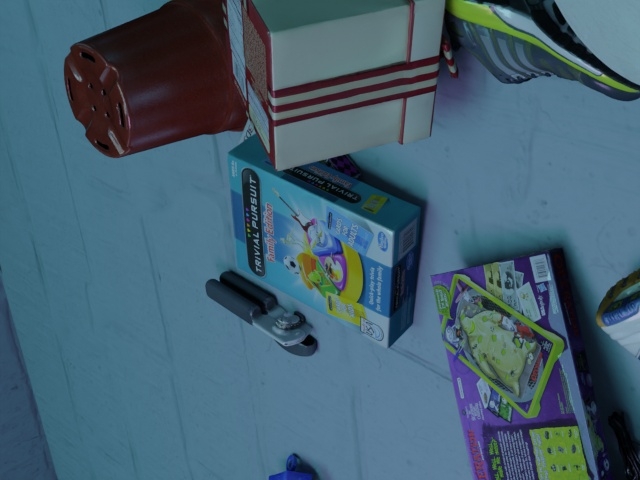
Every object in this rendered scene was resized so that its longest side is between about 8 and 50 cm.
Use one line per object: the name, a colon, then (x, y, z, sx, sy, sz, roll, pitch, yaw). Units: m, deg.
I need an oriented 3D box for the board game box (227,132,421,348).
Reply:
board game box: (0.000, 0.000, 1.595, 0.336, 0.079, 0.254, 26, 137, 28)

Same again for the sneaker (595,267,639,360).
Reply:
sneaker: (0.465, 0.069, 1.113, 0.131, 0.112, 0.296, 46, 147, -6)

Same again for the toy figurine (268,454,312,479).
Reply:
toy figurine: (-0.050, 0.581, 2.094, 0.362, 0.191, 0.217, 139, 131, -61)

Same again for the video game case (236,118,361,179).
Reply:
video game case: (-0.046, -0.134, 1.660, 0.232, 0.041, 0.210, 52, 145, 15)

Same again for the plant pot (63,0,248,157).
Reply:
plant pot: (-0.279, -0.279, 1.668, 0.272, 0.265, 0.272, 30, 133, 37)

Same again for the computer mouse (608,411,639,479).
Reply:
computer mouse: (0.473, 0.292, 1.277, 0.193, 0.042, 0.106, 2, 113, 51)

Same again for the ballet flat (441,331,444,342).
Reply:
ballet flat: (0.256, 0.139, 1.454, 0.052, 0.057, 0.168, 38, 151, -27)

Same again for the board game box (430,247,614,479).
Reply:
board game box: (0.280, 0.199, 1.352, 0.208, 0.056, 0.347, -14, 85, 39)

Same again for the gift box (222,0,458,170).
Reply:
gift box: (0.021, -0.258, 1.277, 0.276, 0.258, 0.255, 91, 159, -52)

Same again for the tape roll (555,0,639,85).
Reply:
tape roll: (0.386, -0.328, 0.916, 0.392, 0.072, 0.392, 20, 120, 38)

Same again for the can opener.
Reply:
can opener: (-0.125, 0.149, 1.915, 0.280, 0.074, 0.093, 31, 135, 37)

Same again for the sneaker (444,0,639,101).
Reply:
sneaker: (0.269, -0.239, 1.159, 0.300, 0.111, 0.121, 38, 155, 33)
